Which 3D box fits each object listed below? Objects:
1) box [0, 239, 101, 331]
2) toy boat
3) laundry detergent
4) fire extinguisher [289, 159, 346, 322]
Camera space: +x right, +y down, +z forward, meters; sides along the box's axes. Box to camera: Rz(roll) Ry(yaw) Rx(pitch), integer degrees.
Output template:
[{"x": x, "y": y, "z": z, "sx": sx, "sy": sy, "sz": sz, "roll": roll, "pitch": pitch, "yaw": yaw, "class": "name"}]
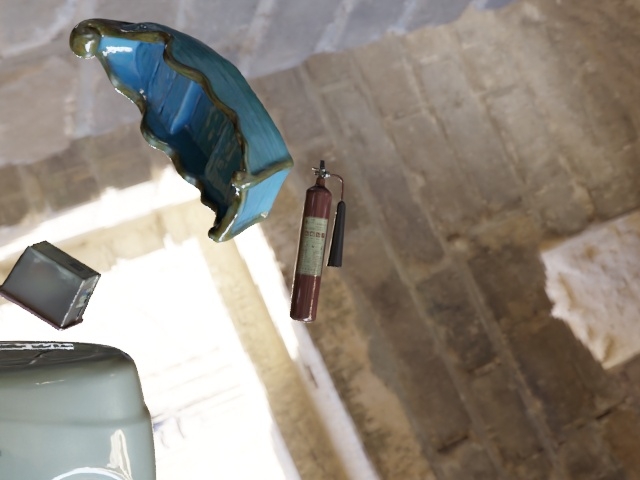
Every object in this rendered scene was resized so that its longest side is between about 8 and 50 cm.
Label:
[{"x": -0.278, "y": 0.044, "z": 1.120, "sx": 0.085, "sy": 0.063, "sz": 0.060, "roll": 30, "pitch": -168, "yaw": 7, "class": "box"}, {"x": -0.096, "y": -0.084, "z": 0.714, "sx": 0.185, "sy": 0.077, "sz": 0.075, "roll": 56, "pitch": 136, "yaw": 25, "class": "toy boat"}, {"x": -0.246, "y": 0.279, "z": 0.808, "sx": 0.124, "sy": 0.264, "sz": 0.397, "roll": -88, "pitch": -5, "yaw": -82, "class": "laundry detergent"}, {"x": 0.000, "y": 0.000, "z": 1.134, "sx": 0.049, "sy": 0.035, "sz": 0.173, "roll": 6, "pitch": 89, "yaw": 37, "class": "fire extinguisher"}]
